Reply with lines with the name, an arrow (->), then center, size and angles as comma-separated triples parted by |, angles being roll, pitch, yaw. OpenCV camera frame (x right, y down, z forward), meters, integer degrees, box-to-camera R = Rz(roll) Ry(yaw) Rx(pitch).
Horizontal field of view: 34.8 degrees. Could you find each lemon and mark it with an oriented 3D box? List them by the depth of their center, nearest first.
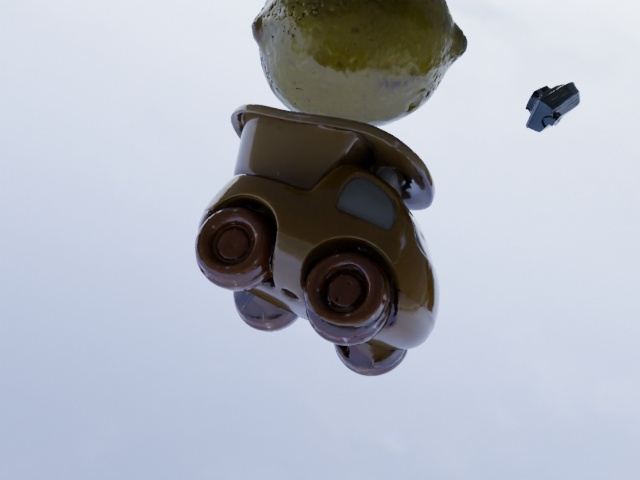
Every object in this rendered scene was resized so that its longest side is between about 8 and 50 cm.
lemon -> 0.055, -0.288, 1.467 | 0.310, 0.258, 0.258 | 0, -141, -3

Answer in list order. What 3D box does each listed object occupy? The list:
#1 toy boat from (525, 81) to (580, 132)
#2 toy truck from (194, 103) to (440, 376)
toy boat -> 0.364, -0.213, 1.576 | 0.060, 0.055, 0.141 | 37, -138, 20
toy truck -> 0.000, 0.000, 1.065 | 0.288, 0.204, 0.212 | 20, -105, 19
